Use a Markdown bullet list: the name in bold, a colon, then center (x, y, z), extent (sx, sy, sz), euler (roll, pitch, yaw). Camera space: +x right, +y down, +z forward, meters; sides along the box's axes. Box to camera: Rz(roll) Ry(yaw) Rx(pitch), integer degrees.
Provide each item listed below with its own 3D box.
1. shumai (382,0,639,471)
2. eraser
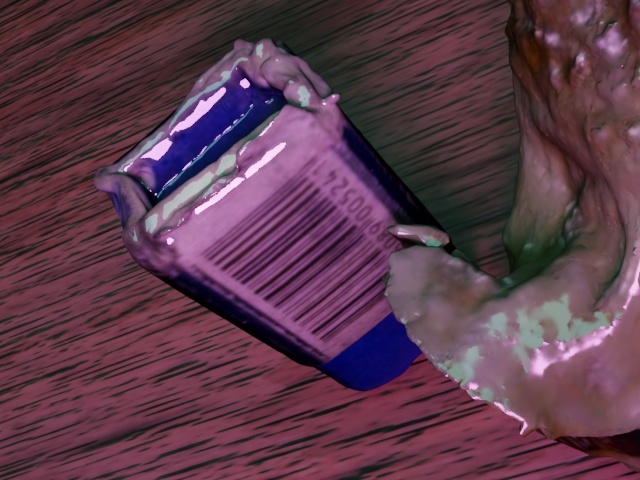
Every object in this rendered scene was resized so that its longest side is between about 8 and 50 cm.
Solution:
- **shumai**: center (0.229, -0.013, 0.601), extent (0.348, 0.395, 0.395), euler (-53, 53, 24)
- **eraser**: center (0.000, 0.000, 0.670), extent (0.155, 0.332, 0.101), euler (-39, 55, 7)
